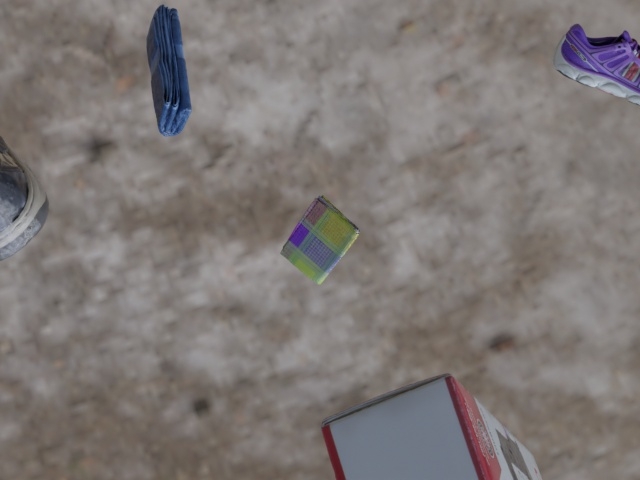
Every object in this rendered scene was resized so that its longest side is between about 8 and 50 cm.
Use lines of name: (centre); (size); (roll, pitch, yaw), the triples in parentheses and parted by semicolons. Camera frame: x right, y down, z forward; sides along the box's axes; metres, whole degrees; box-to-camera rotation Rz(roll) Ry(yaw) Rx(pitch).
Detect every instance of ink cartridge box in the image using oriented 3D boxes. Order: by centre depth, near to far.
ink cartridge box: (0.075, 0.154, 0.968); (0.072, 0.127, 0.175); (-23, 155, 11)

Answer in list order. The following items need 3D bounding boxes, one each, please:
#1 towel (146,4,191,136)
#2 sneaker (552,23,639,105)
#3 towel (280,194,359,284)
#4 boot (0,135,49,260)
towel: (-0.153, -0.167, 1.915); (0.029, 0.119, 0.067); (-2, 155, -17)
sneaker: (0.343, -0.191, 2.127); (0.170, 0.068, 0.071); (19, 105, -9)
towel: (0.000, 0.000, 2.018); (0.083, 0.060, 0.009); (-55, 169, 28)
boot: (-0.436, -0.160, 1.851); (0.138, 0.377, 0.284); (-41, 145, -5)
